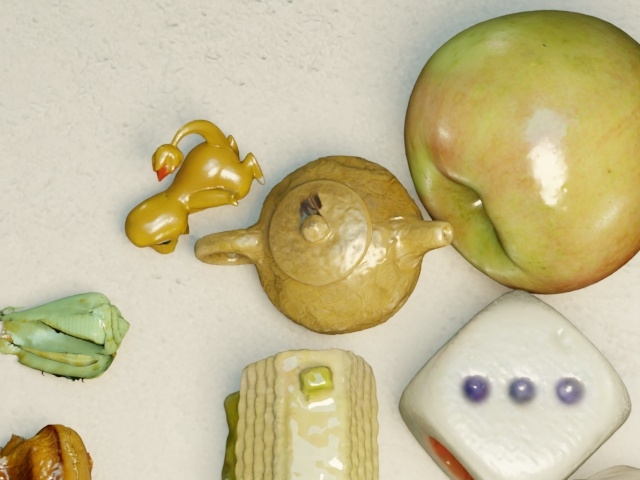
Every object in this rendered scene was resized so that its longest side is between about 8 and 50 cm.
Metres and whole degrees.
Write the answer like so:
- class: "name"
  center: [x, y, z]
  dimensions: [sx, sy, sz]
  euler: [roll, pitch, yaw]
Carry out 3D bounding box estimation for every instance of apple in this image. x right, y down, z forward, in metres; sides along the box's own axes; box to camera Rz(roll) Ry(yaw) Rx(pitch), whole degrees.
- class: "apple"
  center: [0.253, -0.107, 1.685]
  dimensions: [0.277, 0.319, 0.319]
  euler: [-35, 76, -19]

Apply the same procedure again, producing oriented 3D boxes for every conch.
- class: "conch"
  center: [-0.300, 0.116, 1.738]
  dimensions: [0.170, 0.079, 0.106]
  euler: [-6, 66, 14]

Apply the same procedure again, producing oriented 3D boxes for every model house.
- class: "model house"
  center: [-0.025, 0.228, 1.616]
  dimensions: [0.174, 0.234, 0.194]
  euler: [1, 71, 0]

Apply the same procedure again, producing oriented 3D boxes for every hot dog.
- class: "hot dog"
  center: [-0.300, 0.372, 1.631]
  dimensions: [0.158, 0.117, 0.349]
  euler: [-21, 64, 22]

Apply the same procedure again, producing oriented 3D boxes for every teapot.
- class: "teapot"
  center: [0.000, 0.000, 1.706]
  dimensions: [0.311, 0.167, 0.203]
  euler: [-2, 78, 17]

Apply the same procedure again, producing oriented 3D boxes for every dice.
- class: "dice"
  center: [0.211, 0.184, 1.652]
  dimensions: [0.192, 0.194, 0.193]
  euler: [-40, 75, -12]

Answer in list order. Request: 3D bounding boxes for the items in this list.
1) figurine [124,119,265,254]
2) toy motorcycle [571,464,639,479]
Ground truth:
- class: "figurine"
  center: [-0.163, -0.065, 1.764]
  dimensions: [0.176, 0.122, 0.121]
  euler: [-45, 44, -6]
- class: "toy motorcycle"
  center: [0.276, 0.351, 1.596]
  dimensions: [0.340, 0.223, 0.108]
  euler: [-41, 41, -13]
